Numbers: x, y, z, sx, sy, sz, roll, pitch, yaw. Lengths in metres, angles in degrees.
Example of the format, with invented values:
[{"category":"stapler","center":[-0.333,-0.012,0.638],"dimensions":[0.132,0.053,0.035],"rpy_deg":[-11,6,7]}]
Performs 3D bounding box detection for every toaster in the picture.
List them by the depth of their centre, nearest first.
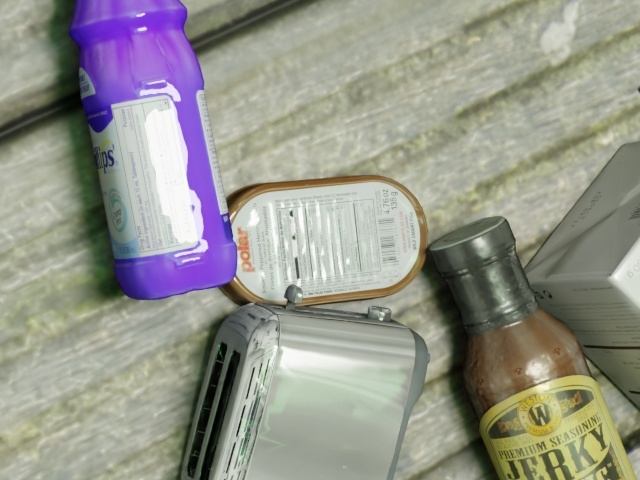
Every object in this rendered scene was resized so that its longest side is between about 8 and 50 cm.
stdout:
[{"category":"toaster","center":[-0.018,0.152,1.376],"dimensions":[0.146,0.129,0.227],"rpy_deg":[14,93,-18]}]

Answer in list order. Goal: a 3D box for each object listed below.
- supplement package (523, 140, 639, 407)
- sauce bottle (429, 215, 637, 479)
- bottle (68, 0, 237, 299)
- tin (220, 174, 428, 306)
[{"category":"supplement package","center":[0.350,0.067,1.498],"dimensions":[0.293,0.175,0.177],"rpy_deg":[43,73,-13]},{"category":"sauce bottle","center":[0.185,0.149,1.470],"dimensions":[0.111,0.111,0.344],"rpy_deg":[-27,98,-21]},{"category":"bottle","center":[-0.133,-0.098,1.340],"dimensions":[0.092,0.118,0.282],"rpy_deg":[-12,94,-15]},{"category":"tin","center":[0.000,0.000,1.438],"dimensions":[0.190,0.040,0.106],"rpy_deg":[-6,87,-22]}]
